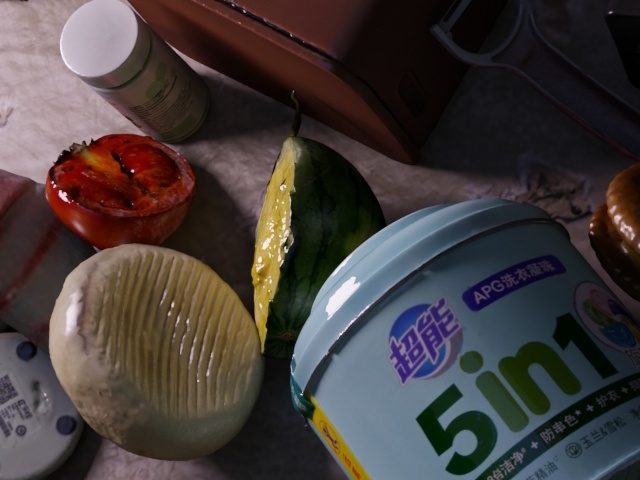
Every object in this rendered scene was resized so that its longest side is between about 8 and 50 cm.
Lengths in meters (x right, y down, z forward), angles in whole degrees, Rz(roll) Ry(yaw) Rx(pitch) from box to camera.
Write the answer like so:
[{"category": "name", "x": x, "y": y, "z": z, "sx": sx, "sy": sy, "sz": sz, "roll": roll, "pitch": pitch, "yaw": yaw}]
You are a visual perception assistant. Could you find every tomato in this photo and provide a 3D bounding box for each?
[{"category": "tomato", "x": -0.205, "y": -0.034, "z": 1.863, "sx": 0.139, "sy": 0.159, "sz": 0.091, "roll": 29, "pitch": 124, "yaw": 20}]

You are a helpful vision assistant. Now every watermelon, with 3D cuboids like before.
[{"category": "watermelon", "x": 0.000, "y": 0.006, "z": 1.743, "sx": 0.127, "sy": 0.204, "sz": 0.232, "roll": 8, "pitch": 35, "yaw": -6}]

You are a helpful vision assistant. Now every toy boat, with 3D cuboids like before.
[{"category": "toy boat", "x": -0.273, "y": 0.054, "z": 1.842, "sx": 0.282, "sy": 0.096, "sz": 0.206, "roll": 38, "pitch": 51, "yaw": -4}]

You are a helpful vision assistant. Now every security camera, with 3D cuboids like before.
[{"category": "security camera", "x": -0.349, "y": 0.115, "z": 1.889, "sx": 0.157, "sy": 0.080, "sz": 0.301, "roll": -30, "pitch": 75, "yaw": -8}]

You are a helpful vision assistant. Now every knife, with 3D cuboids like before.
[{"category": "knife", "x": 0.238, "y": -0.152, "z": 1.723, "sx": 0.278, "sy": 0.053, "sz": 0.123, "roll": 38, "pitch": 76, "yaw": -7}]

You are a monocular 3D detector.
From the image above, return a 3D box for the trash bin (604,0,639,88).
[{"category": "trash bin", "x": 0.350, "y": -0.269, "z": 1.713, "sx": 0.115, "sy": 0.165, "sz": 0.225, "roll": 8, "pitch": 73, "yaw": 23}]

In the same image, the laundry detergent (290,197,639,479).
[{"category": "laundry detergent", "x": 0.146, "y": 0.137, "z": 1.580, "sx": 0.287, "sy": 0.287, "sz": 0.305, "roll": -39, "pitch": 65, "yaw": 4}]

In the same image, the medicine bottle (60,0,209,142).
[{"category": "medicine bottle", "x": -0.183, "y": -0.167, "z": 1.860, "sx": 0.086, "sy": 0.183, "sz": 0.086, "roll": -7, "pitch": 70, "yaw": 19}]

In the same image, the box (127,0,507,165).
[{"category": "box", "x": -0.006, "y": -0.264, "z": 1.802, "sx": 0.339, "sy": 0.239, "sz": 0.229, "roll": 30, "pitch": 82, "yaw": 26}]

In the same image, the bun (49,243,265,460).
[{"category": "bun", "x": -0.164, "y": 0.114, "z": 1.781, "sx": 0.222, "sy": 0.127, "sz": 0.222, "roll": 13, "pitch": 55, "yaw": -19}]

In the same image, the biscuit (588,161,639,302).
[{"category": "biscuit", "x": 0.346, "y": 0.003, "z": 1.614, "sx": 0.220, "sy": 0.220, "sz": 0.066, "roll": 33, "pitch": 127, "yaw": 26}]
